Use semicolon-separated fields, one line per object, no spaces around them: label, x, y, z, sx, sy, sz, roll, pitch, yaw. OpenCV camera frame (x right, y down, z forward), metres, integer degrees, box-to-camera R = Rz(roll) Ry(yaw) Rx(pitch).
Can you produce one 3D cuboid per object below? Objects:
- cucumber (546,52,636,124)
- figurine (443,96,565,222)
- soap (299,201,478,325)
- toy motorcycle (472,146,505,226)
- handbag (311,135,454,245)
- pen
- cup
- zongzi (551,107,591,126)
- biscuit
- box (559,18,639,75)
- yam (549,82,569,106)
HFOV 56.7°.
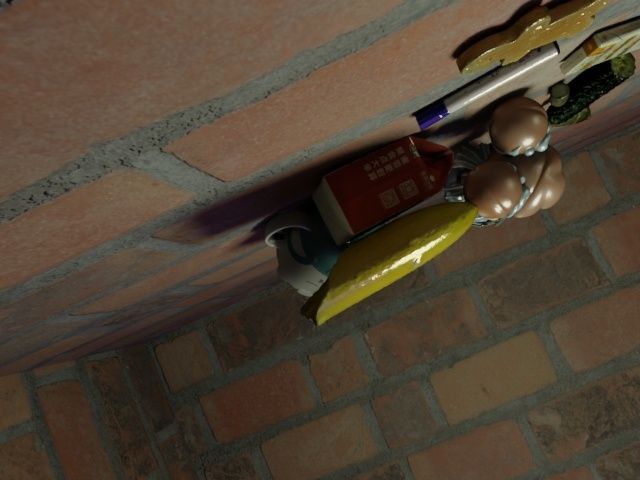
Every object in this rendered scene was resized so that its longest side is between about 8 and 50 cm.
cucumber;0.620;-0.350;1.402;0.072;0.072;0.300;-21;172;-16
figurine;0.432;-0.163;1.430;0.248;0.277;0.388;21;178;-10
soap;0.137;0.030;1.255;0.427;0.115;0.306;-29;175;-13
toy motorcycle;0.538;-0.171;1.799;0.319;0.241;0.182;-15;176;-42
handbag;0.142;-0.122;1.298;0.298;0.151;0.171;-28;177;-13
pen;0.292;-0.274;1.055;0.268;0.033;0.033;-26;172;23
cup;0.000;0.000;1.530;0.289;0.220;0.257;18;151;-27
zongzi;0.673;-0.352;1.646;0.130;0.062;0.154;-14;172;30
biscuit;0.311;-0.307;0.878;0.234;0.030;0.153;-23;172;1
box;0.589;-0.389;1.152;0.220;0.032;0.122;-21;173;-14
yam;0.556;-0.340;1.381;0.043;0.043;0.094;-26;171;19
